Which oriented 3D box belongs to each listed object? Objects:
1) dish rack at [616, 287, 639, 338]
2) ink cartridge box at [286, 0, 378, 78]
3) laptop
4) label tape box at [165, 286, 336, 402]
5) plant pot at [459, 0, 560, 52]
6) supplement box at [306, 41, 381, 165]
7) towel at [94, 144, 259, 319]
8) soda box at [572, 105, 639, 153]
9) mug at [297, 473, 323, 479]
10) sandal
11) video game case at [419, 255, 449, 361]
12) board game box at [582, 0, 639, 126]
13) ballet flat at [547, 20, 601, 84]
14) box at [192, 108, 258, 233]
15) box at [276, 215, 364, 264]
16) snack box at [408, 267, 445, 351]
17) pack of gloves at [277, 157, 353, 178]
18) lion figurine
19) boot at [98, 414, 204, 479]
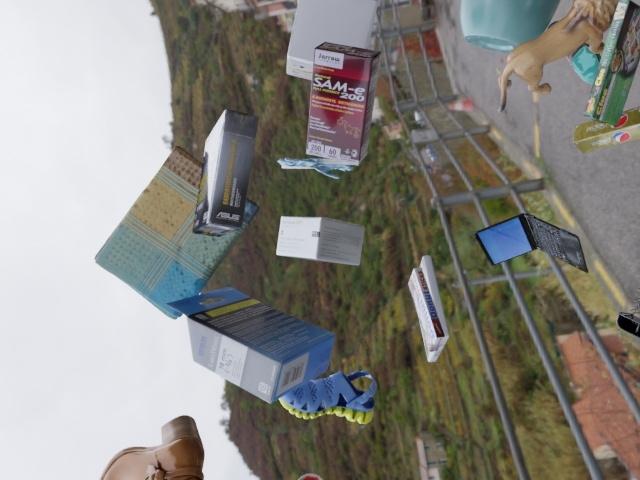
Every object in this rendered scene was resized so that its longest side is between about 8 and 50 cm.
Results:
[{"bbox_3d":[0.916,0.144,1.460,0.208,0.074,0.271,31,114,51],"label":"dish rack"},{"bbox_3d":[0.022,-0.552,1.551,0.270,0.198,0.197,-117,40,-82],"label":"ink cartridge box"},{"bbox_3d":[0.631,0.035,1.688,0.264,0.136,0.234,34,174,40],"label":"laptop"},{"bbox_3d":[-0.169,0.232,1.332,0.241,0.334,0.105,-10,-64,-59],"label":"label tape box"},{"bbox_3d":[0.532,-0.675,1.611,0.293,0.293,0.235,-72,-2,-80],"label":"plant pot"},{"bbox_3d":[0.047,-0.296,1.233,0.073,0.130,0.239,-54,-26,-54],"label":"supplement box"},{"bbox_3d":[-0.362,-0.016,1.424,0.272,0.370,0.040,37,-173,1],"label":"towel"},{"bbox_3d":[0.771,-0.291,1.495,0.058,0.181,0.061,33,-118,-30],"label":"soda box"},{"bbox_3d":[-0.034,0.780,1.653,0.169,0.113,0.150,90,-156,-43],"label":"mug"},{"bbox_3d":[0.029,0.408,1.540,0.138,0.318,0.126,-64,33,22],"label":"sandal"},{"bbox_3d":[0.292,0.185,1.507,0.206,0.026,0.226,88,176,-61],"label":"video game case"},{"bbox_3d":[0.689,-0.403,1.303,0.030,0.136,0.259,26,109,46],"label":"board game box"},{"bbox_3d":[0.725,-0.529,1.580,0.221,0.079,0.077,56,133,17],"label":"ballet flat"},{"bbox_3d":[-0.169,-0.104,0.970,0.231,0.056,0.182,173,104,-71],"label":"box"},{"bbox_3d":[0.000,0.000,1.638,0.182,0.181,0.118,10,-95,-43],"label":"box"},{"bbox_3d":[0.230,0.149,1.233,0.064,0.022,0.178,99,163,-51],"label":"snack box"},{"bbox_3d":[-0.012,-0.217,1.722,0.195,0.232,0.046,-19,-70,-87],"label":"pack of gloves"},{"bbox_3d":[0.583,-0.492,1.400,0.142,0.392,0.240,51,-166,22],"label":"lion figurine"},{"bbox_3d":[-0.346,0.517,1.148,0.109,0.284,0.220,54,-178,-31],"label":"boot"}]
